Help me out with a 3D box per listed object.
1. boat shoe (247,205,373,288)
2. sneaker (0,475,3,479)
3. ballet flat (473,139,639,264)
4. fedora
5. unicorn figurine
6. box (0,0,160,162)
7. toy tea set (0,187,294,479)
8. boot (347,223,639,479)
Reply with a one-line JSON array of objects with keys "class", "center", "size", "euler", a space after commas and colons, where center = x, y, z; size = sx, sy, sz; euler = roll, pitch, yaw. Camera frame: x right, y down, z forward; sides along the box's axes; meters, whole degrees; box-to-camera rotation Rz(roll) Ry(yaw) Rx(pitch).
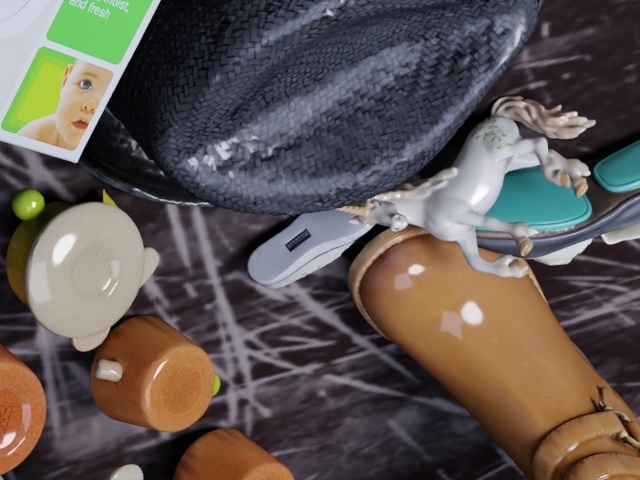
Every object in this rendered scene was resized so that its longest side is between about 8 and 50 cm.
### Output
[{"class": "boat shoe", "center": [0.000, 0.000, 1.271], "size": [0.100, 0.035, 0.035], "euler": [-36, 158, 3]}, {"class": "sneaker", "center": [-0.326, 0.170, 1.216], "size": [0.283, 0.122, 0.110], "euler": [8, 123, -26]}, {"class": "ballet flat", "center": [0.177, -0.019, 1.297], "size": [0.203, 0.074, 0.074], "euler": [-18, 130, -10]}, {"class": "fedora", "center": [0.001, -0.117, 1.098], "size": [0.334, 0.152, 0.334], "euler": [-10, 130, -13]}, {"class": "unicorn figurine", "center": [0.095, -0.029, 1.233], "size": [0.162, 0.111, 0.060], "euler": [-46, 154, -28]}, {"class": "box", "center": [-0.178, -0.185, 0.873], "size": [0.262, 0.127, 0.231], "euler": [18, 104, -55]}, {"class": "toy tea set", "center": [-0.158, 0.118, 1.272], "size": [0.200, 0.124, 0.336], "euler": [-49, 130, -19]}, {"class": "boot", "center": [0.142, 0.121, 1.291], "size": [0.109, 0.220, 0.283], "euler": [-36, 130, 9]}]
